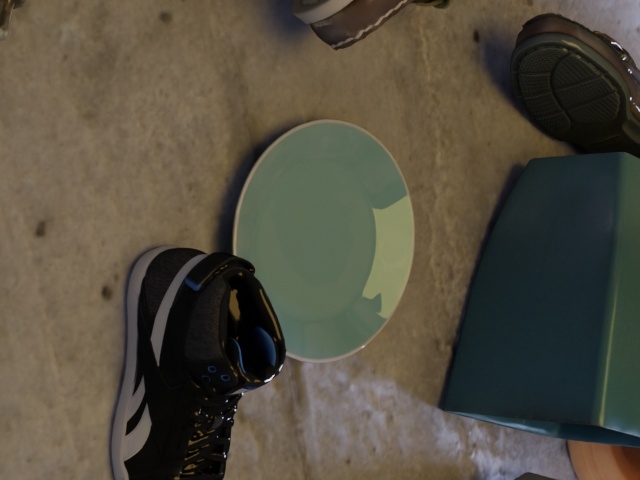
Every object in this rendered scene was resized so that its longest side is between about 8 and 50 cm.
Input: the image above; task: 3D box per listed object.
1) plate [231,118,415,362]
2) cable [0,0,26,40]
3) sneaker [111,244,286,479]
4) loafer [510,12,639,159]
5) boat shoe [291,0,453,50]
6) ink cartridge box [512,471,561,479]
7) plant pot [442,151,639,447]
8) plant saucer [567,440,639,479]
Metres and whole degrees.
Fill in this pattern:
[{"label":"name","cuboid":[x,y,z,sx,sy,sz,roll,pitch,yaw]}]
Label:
[{"label":"plate","cuboid":[0.000,0.000,1.063,0.188,0.024,0.188,-5,98,-41]},{"label":"cable","cuboid":[-0.197,-0.269,0.866,0.139,0.072,0.287,33,59,-21]},{"label":"sneaker","cuboid":[-0.079,0.115,0.937,0.079,0.121,0.217,-6,98,-40]},{"label":"loafer","cuboid":[0.250,-0.132,1.244,0.267,0.096,0.084,38,49,-44]},{"label":"boat shoe","cuboid":[0.099,-0.242,1.073,0.324,0.116,0.096,-51,121,-33]},{"label":"ink cartridge box","cuboid":[0.150,0.322,1.108,0.273,0.114,0.197,-14,110,-57]},{"label":"plant pot","cuboid":[0.234,0.051,1.191,0.165,0.166,0.234,19,76,-41]},{"label":"plant saucer","cuboid":[0.316,0.164,1.348,0.200,0.037,0.200,-5,98,-41]}]
